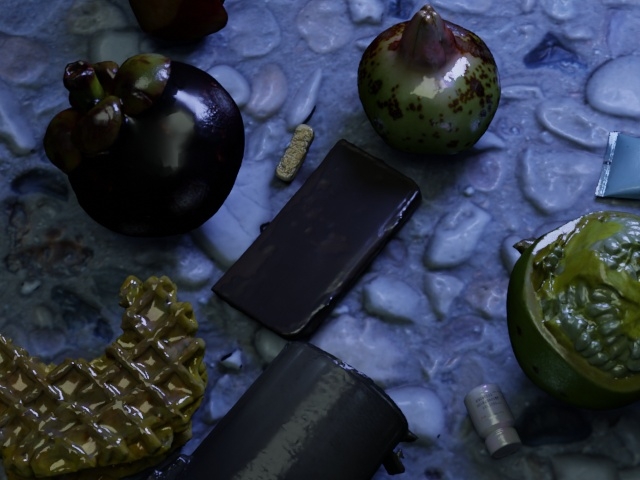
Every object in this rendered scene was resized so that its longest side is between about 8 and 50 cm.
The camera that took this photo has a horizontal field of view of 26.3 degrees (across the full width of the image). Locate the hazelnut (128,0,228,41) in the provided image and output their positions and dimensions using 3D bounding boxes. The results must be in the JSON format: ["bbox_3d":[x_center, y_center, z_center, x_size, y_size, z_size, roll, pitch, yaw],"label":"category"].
[{"bbox_3d":[-0.225,-0.402,2.119,0.161,0.170,0.201,-12,72,-1],"label":"hazelnut"}]

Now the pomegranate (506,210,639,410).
[{"bbox_3d":[0.380,0.118,1.734,0.260,0.260,0.340,-32,80,-10],"label":"pomegranate"}]

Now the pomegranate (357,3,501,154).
[{"bbox_3d":[0.150,-0.241,1.944,0.214,0.248,0.214,-4,55,6],"label":"pomegranate"}]

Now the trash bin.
[{"bbox_3d":[-0.056,0.292,1.712,0.252,0.203,0.301,42,72,-5],"label":"trash bin"}]

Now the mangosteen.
[{"bbox_3d":[-0.247,-0.150,1.930,0.288,0.287,0.233,21,41,17],"label":"mangosteen"}]

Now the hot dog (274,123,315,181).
[{"bbox_3d":[-0.036,-0.129,2.030,0.030,0.034,0.090,26,88,9],"label":"hot dog"}]

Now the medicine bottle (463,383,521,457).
[{"bbox_3d":[0.226,0.236,1.791,0.052,0.052,0.089,-20,62,-3],"label":"medicine bottle"}]

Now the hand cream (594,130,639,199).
[{"bbox_3d":[0.550,-0.083,1.923,0.312,0.070,0.111,10,65,21],"label":"hand cream"}]

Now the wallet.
[{"bbox_3d":[0.000,0.000,1.952,0.165,0.042,0.309,32,69,23],"label":"wallet"}]

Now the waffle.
[{"bbox_3d":[-0.304,0.190,1.817,0.324,0.151,0.261,-20,76,-4],"label":"waffle"}]
